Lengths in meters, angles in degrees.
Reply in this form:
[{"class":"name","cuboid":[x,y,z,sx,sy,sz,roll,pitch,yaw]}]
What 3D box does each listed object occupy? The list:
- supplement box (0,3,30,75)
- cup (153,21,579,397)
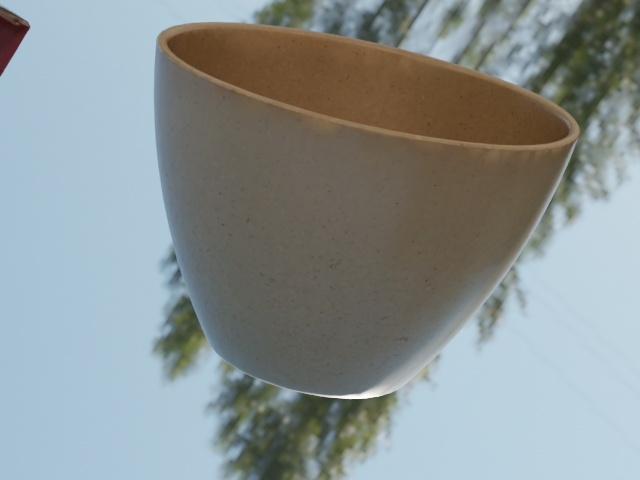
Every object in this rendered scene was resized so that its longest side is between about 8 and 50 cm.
[{"class":"supplement box","cuboid":[-0.276,-0.151,0.802,0.239,0.073,0.130,33,-178,18]},{"class":"cup","cuboid":[0.015,-0.016,1.278,0.331,0.237,0.331,11,-163,-3]}]
